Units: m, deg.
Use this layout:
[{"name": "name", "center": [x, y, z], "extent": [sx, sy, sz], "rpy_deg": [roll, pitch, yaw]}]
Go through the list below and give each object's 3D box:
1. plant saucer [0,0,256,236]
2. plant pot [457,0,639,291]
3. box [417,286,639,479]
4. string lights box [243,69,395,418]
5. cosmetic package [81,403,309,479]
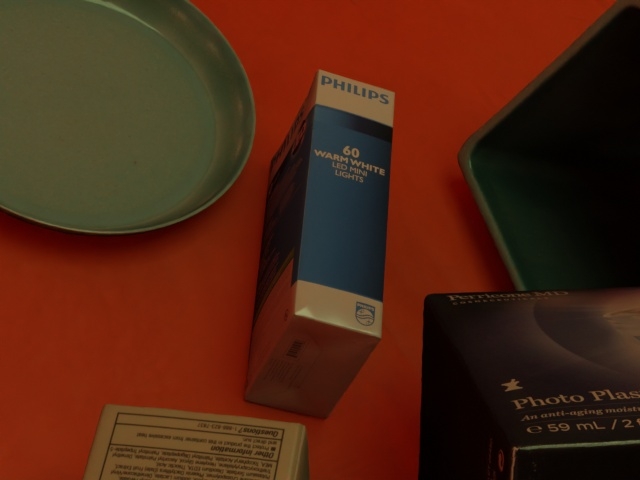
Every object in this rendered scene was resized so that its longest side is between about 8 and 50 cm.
[{"name": "plant saucer", "center": [-0.213, -0.126, 1.347], "extent": [0.317, 0.044, 0.318], "rpy_deg": [12, 52, -16]}, {"name": "plant pot", "center": [0.326, -0.037, 1.404], "extent": [0.252, 0.247, 0.248], "rpy_deg": [9, 50, -42]}, {"name": "box", "center": [0.240, 0.157, 1.121], "extent": [0.296, 0.183, 0.294], "rpy_deg": [-2, 17, -7]}, {"name": "string lights box", "center": [0.000, 0.000, 1.287], "extent": [0.076, 0.133, 0.260], "rpy_deg": [15, 51, -13]}, {"name": "cosmetic package", "center": [-0.100, 0.269, 1.020], "extent": [0.153, 0.129, 0.296], "rpy_deg": [7, 50, 7]}]
